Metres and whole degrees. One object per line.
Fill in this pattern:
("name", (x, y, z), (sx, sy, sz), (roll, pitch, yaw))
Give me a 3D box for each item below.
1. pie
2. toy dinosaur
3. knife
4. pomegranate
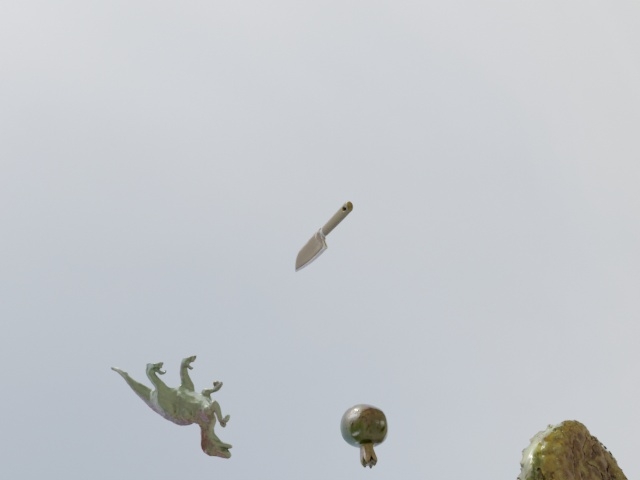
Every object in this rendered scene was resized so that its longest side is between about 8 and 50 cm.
("pie", (0.581, 0.540, 1.356), (0.355, 0.103, 0.288), (-9, -120, -42))
("toy dinosaur", (-0.264, 0.281, 1.080), (0.053, 0.242, 0.167), (-3, -82, -79))
("knife", (-0.001, 0.000, 1.237), (0.022, 0.256, 0.046), (-9, -113, -34))
("pomegranate", (0.102, 0.444, 1.410), (0.114, 0.114, 0.142), (30, -138, -38))
